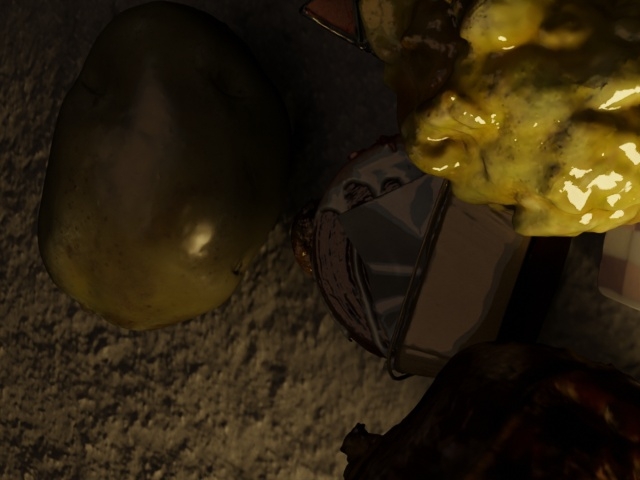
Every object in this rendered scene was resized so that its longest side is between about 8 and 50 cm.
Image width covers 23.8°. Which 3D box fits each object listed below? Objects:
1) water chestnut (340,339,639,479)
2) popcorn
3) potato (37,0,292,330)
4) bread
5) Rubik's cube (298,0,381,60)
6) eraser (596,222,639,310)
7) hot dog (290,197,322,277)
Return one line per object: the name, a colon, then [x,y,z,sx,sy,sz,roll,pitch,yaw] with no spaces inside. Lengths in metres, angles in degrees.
water chestnut: [0.135,0.221,1.193,0.347,0.335,0.335,40,123,42]
popcorn: [0.166,-0.136,1.170,0.286,0.252,0.215,58,157,31]
potato: [-0.151,-0.068,1.496,0.243,0.221,0.326,18,99,31]
bread: [0.100,0.009,1.327,0.212,0.142,0.224,26,109,28]
Rubik's cube: [0.073,-0.229,1.375,0.190,0.211,0.178,-62,26,-7]
eraser: [0.264,0.002,1.234,0.065,0.026,0.105,23,113,38]
hot dog: [0.000,0.000,1.488,0.058,0.035,0.083,-18,84,48]
